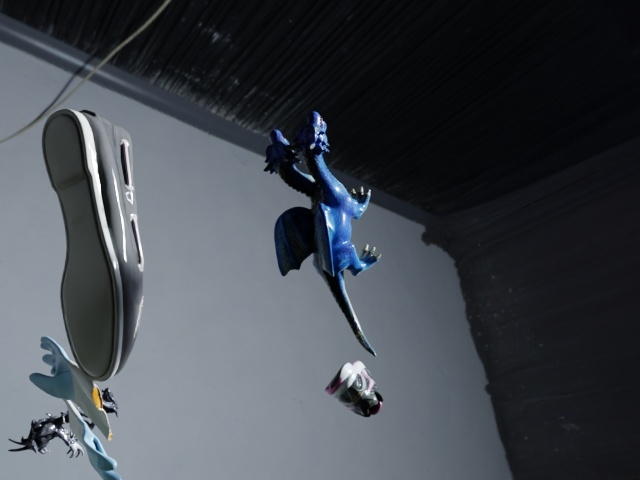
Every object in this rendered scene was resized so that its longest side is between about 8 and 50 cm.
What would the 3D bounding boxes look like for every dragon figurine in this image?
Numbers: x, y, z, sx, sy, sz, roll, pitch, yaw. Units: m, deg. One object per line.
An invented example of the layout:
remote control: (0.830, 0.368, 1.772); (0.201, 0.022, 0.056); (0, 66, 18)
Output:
dragon figurine: (0.000, 0.000, 0.564); (0.144, 0.085, 0.289); (1, 86, -54)

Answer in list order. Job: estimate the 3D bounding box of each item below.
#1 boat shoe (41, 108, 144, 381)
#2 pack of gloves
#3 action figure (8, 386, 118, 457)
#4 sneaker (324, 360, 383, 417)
boat shoe: (-0.266, 0.001, 0.594); (0.095, 0.112, 0.335); (-6, 87, -63)
pack of gloves: (-0.353, 0.249, 0.656); (0.046, 0.232, 0.195); (-21, 115, -40)
action figure: (-0.725, 0.549, 1.348); (0.276, 0.164, 0.141); (-24, 109, -24)
sneaker: (0.059, 0.238, 0.719); (0.077, 0.072, 0.178); (39, 0, 19)
